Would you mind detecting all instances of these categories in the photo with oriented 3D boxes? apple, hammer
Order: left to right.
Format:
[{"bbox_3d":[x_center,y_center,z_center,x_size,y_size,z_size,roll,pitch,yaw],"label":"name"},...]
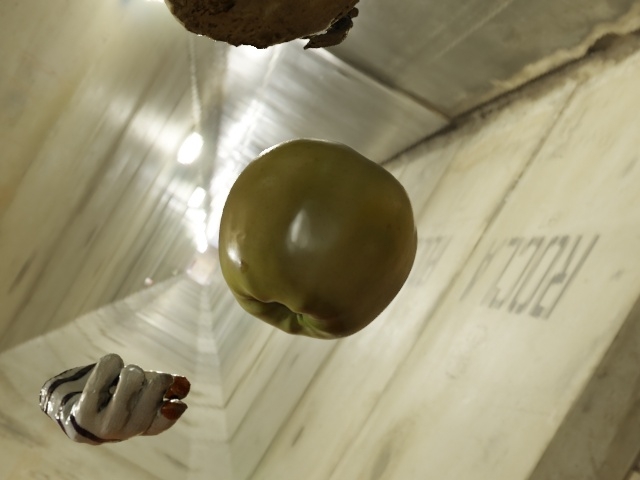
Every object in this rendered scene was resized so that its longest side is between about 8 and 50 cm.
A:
[{"bbox_3d":[-0.094,-0.360,1.379,0.297,0.125,0.027,20,137,12],"label":"hammer"},{"bbox_3d":[0.000,0.000,1.170,0.262,0.262,0.262,31,179,1],"label":"apple"}]

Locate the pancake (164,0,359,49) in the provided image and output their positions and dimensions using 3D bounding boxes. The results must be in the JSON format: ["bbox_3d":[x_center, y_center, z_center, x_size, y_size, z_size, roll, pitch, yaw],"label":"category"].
[{"bbox_3d":[-0.014,-0.358,0.951,0.082,0.387,0.387,54,-174,18],"label":"pancake"}]

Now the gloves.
[{"bbox_3d":[-0.277,0.227,1.243,0.219,0.131,0.140,12,168,36],"label":"gloves"}]
